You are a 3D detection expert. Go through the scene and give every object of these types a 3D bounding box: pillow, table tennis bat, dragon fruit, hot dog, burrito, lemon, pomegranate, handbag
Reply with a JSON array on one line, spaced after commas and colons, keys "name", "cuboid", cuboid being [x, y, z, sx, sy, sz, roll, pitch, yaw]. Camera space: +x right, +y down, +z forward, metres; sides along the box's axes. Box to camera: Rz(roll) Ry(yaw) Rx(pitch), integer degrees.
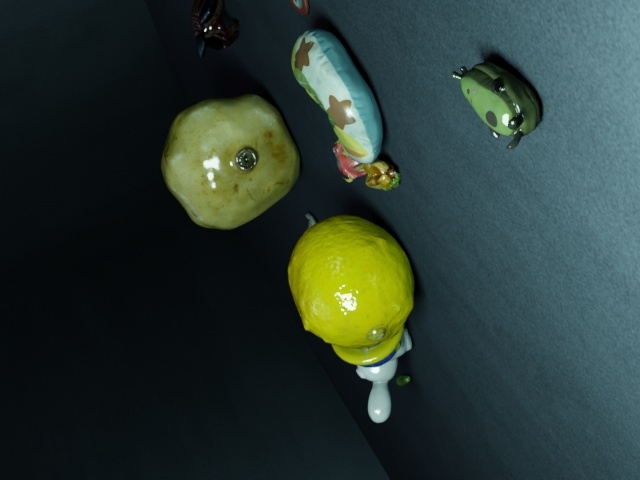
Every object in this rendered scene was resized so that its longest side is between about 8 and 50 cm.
[{"name": "pillow", "cuboid": [0.029, -0.227, 1.439, 0.233, 0.086, 0.214, 58, 176, 17]}, {"name": "table tennis bat", "cuboid": [-0.059, -0.444, 1.502, 0.155, 0.019, 0.098, 60, 170, 4]}, {"name": "dragon fruit", "cuboid": [0.059, -0.138, 1.572, 0.060, 0.056, 0.083, 54, 165, 46]}, {"name": "hot dog", "cuboid": [0.102, -0.110, 1.491, 0.133, 0.041, 0.057, -153, 51, -79]}, {"name": "burrito", "cuboid": [0.002, -0.001, 2.302, 0.171, 0.042, 0.051, 52, 169, 38]}, {"name": "lemon", "cuboid": [0.055, 0.074, 1.663, 0.288, 0.233, 0.234, 56, 168, 45]}, {"name": "pomegranate", "cuboid": [-0.207, -0.184, 2.112, 0.333, 0.332, 0.332, 60, 170, 18]}, {"name": "handbag", "cuboid": [0.181, -0.146, 0.929, 0.111, 0.047, 0.072, 54, 166, 35]}]

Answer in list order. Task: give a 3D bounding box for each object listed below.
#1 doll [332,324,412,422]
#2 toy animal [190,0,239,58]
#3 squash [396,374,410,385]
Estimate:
[{"name": "doll", "cuboid": [0.124, 0.192, 1.952, 0.243, 0.159, 0.311, 54, -160, -32]}, {"name": "toy animal", "cuboid": [-0.268, -0.527, 2.085, 0.180, 0.116, 0.218, 61, 177, 7]}, {"name": "squash", "cuboid": [0.203, 0.337, 2.178, 0.027, 0.027, 0.089, 62, 165, 6]}]
